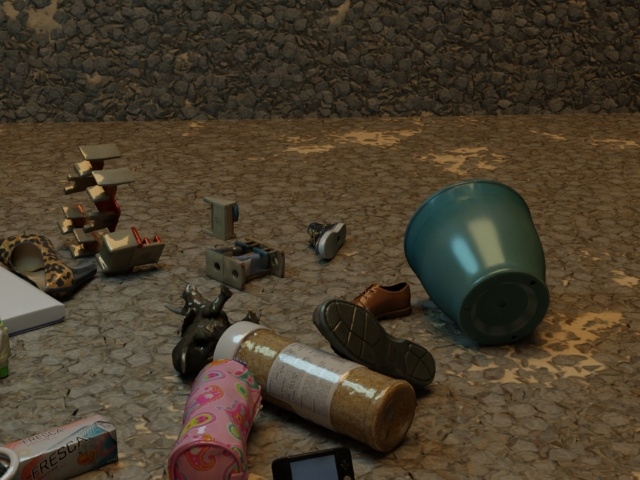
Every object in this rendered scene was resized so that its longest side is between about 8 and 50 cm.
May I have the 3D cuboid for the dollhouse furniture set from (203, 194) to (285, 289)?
[{"bbox_3d":[-0.166,-0.006,2.366,0.129,0.183,0.129,-18,26,-41],"label":"dollhouse furniture set"}]

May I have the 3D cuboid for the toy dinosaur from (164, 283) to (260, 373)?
[{"bbox_3d":[-0.209,0.183,1.956,0.121,0.160,0.313,39,25,-19],"label":"toy dinosaur"}]

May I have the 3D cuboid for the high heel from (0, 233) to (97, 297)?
[{"bbox_3d":[-0.634,0.053,2.315,0.261,0.093,0.186,14,16,10],"label":"high heel"}]

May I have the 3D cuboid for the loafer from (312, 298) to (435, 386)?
[{"bbox_3d":[0.079,0.187,1.838,0.267,0.096,0.084,32,-34,-29],"label":"loafer"}]

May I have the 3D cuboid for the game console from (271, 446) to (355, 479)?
[{"bbox_3d":[0.002,0.356,1.533,0.122,0.107,0.071,-6,-8,-19],"label":"game console"}]

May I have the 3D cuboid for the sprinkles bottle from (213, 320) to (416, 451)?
[{"bbox_3d":[-0.016,0.236,1.784,0.355,0.121,0.121,16,25,37],"label":"sprinkles bottle"}]

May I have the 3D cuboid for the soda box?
[{"bbox_3d":[-0.401,0.324,1.623,0.183,0.058,0.063,-15,25,-36],"label":"soda box"}]

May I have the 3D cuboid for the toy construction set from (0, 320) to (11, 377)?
[{"bbox_3d":[-0.691,0.184,1.904,0.328,0.151,0.215,16,23,10],"label":"toy construction set"}]

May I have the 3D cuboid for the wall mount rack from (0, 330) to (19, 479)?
[{"bbox_3d":[-0.599,0.273,1.565,0.350,0.130,0.304,-6,27,11],"label":"wall mount rack"}]

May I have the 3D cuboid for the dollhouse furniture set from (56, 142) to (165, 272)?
[{"bbox_3d":[-0.473,-0.054,2.443,0.135,0.262,0.259,-11,56,-35],"label":"dollhouse furniture set"}]

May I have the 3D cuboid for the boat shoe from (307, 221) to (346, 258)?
[{"bbox_3d":[0.000,0.000,2.547,0.083,0.065,0.183,3,14,15],"label":"boat shoe"}]

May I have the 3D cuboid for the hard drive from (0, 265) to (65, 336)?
[{"bbox_3d":[-0.694,0.124,2.202,0.210,0.040,0.319,-16,25,-38],"label":"hard drive"}]

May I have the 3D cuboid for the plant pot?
[{"bbox_3d":[0.323,0.061,2.118,0.272,0.271,0.255,-3,35,-9],"label":"plant pot"}]

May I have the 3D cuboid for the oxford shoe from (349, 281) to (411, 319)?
[{"bbox_3d":[0.090,0.126,2.170,0.212,0.076,0.076,-14,26,-30],"label":"oxford shoe"}]

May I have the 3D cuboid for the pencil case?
[{"bbox_3d":[-0.156,0.287,1.646,0.124,0.124,0.284,1,18,2],"label":"pencil case"}]
